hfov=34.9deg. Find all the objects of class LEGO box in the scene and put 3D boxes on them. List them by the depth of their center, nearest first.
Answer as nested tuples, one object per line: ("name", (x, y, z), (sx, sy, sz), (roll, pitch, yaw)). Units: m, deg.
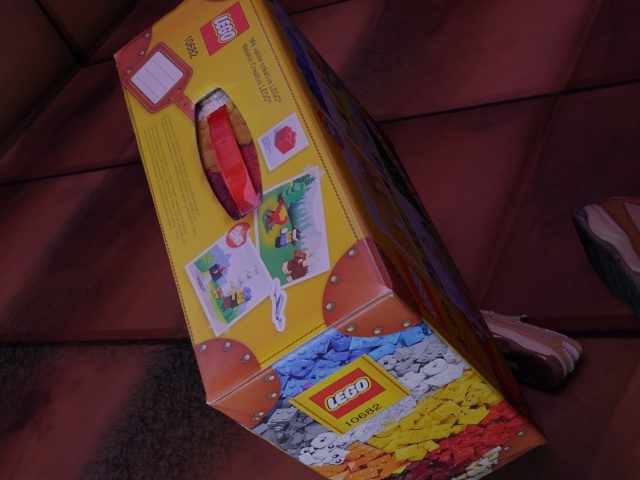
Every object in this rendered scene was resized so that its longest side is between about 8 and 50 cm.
("LEGO box", (0.000, 0.000, 1.103), (0.193, 0.372, 0.500), (-33, 48, 12))

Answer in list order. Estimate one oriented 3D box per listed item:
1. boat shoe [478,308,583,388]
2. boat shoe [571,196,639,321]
("boat shoe", (0.220, 0.115, 1.192), (0.072, 0.068, 0.190), (-36, 39, -30))
("boat shoe", (0.385, 0.035, 1.099), (0.120, 0.123, 0.324), (-26, 33, 4))
